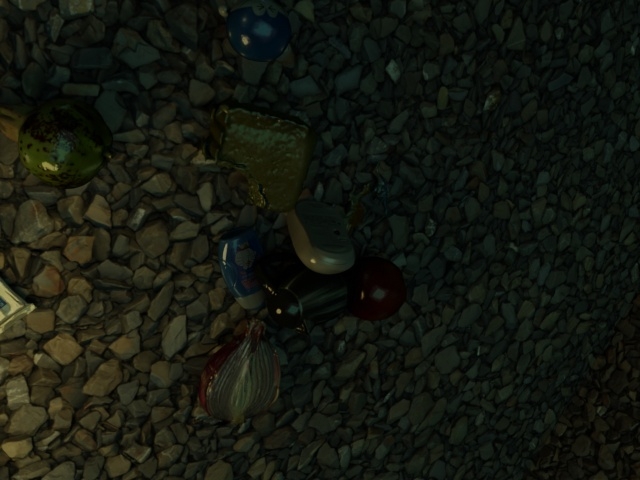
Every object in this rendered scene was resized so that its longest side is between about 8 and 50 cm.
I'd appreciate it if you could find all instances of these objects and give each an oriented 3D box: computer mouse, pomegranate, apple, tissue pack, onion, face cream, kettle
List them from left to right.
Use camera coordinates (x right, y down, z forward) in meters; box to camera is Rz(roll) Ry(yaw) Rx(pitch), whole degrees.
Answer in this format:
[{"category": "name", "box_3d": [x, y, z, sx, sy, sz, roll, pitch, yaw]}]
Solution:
[{"category": "tissue pack", "box_3d": [-0.854, 0.147, 1.338, 0.122, 0.026, 0.193, -40, 119, -11]}, {"category": "pomegranate", "box_3d": [-0.630, -0.259, 1.227, 0.204, 0.222, 0.277, -39, 101, 8]}, {"category": "onion", "box_3d": [-0.255, 0.389, 1.636, 0.267, 0.159, 0.349, 12, 92, -40]}, {"category": "face cream", "box_3d": [-0.230, 0.097, 1.597, 0.149, 0.083, 0.264, -27, 116, -28]}, {"category": "kettle", "box_3d": [-0.058, 0.157, 1.573, 0.271, 0.207, 0.251, -22, 105, -57]}, {"category": "computer mouse", "box_3d": [0.000, 0.000, 1.586, 0.184, 0.297, 0.121, -1, 128, -25]}, {"category": "apple", "box_3d": [0.176, 0.161, 1.742, 0.201, 0.218, 0.218, -1, 106, -23]}]

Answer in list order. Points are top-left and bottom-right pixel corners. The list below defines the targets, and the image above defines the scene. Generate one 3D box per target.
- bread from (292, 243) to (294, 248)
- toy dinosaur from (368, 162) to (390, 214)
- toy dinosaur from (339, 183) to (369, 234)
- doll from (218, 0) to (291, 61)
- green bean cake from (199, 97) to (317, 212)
[{"category": "bread", "box_3d": [-0.050, 0.019, 1.692, 0.083, 0.036, 0.047, 28, 89, -32]}, {"category": "toy dinosaur", "box_3d": [0.202, -0.165, 1.750, 0.080, 0.045, 0.198, -42, 132, -37]}, {"category": "toy dinosaur", "box_3d": [0.104, -0.081, 1.739, 0.142, 0.057, 0.212, -21, 127, -40]}, {"category": "doll", "box_3d": [-0.163, -0.547, 1.344, 0.215, 0.257, 0.161, 14, 106, -25]}, {"category": "green bean cake", "box_3d": [-0.193, -0.241, 1.465, 0.309, 0.202, 0.285, 13, 111, -28]}]
